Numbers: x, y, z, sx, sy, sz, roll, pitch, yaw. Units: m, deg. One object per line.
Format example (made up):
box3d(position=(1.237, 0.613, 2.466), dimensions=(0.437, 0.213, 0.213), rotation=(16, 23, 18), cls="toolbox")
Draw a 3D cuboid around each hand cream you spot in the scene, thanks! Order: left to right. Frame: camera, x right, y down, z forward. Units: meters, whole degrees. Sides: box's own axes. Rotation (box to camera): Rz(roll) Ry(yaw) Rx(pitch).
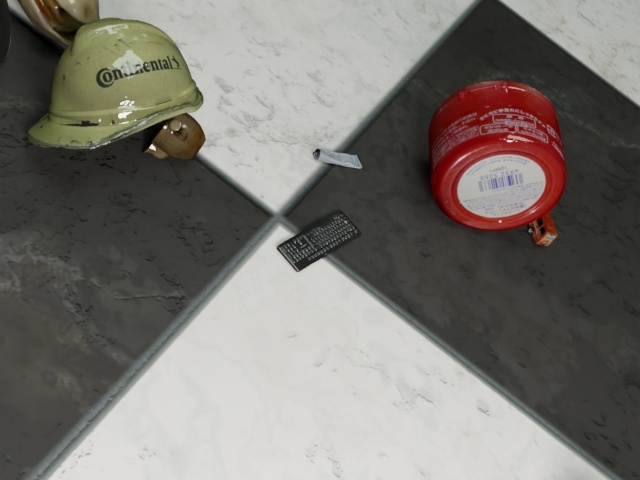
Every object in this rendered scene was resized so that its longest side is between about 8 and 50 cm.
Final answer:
box3d(position=(0.026, -0.135, 1.479), dimensions=(0.093, 0.019, 0.030), rotation=(9, 48, -34), cls="hand cream")
box3d(position=(0.288, -0.135, 1.488), dimensions=(0.230, 0.230, 0.149), rotation=(19, 44, -16), cls="hand cream")

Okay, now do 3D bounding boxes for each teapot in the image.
box3d(position=(-0.208, -0.146, 1.289), dimensions=(0.080, 0.110, 0.085), rotation=(36, 84, -16), cls="teapot")

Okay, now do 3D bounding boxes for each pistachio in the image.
box3d(position=(-0.400, -0.395, 1.360), dimensions=(0.152, 0.126, 0.223), rotation=(34, 28, -59), cls="pistachio")

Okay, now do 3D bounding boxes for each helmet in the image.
box3d(position=(-0.284, -0.229, 1.227), dimensions=(0.204, 0.137, 0.257), rotation=(14, 32, 35), cls="helmet")

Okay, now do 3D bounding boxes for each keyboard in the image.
box3d(position=(0.000, 0.000, 1.351), dimensions=(0.053, 0.010, 0.155), rotation=(48, 45, 11), cls="keyboard")

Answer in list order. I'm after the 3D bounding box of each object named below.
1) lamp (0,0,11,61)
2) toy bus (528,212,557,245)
box3d(position=(-0.598, -0.338, 1.201), dimensions=(0.371, 0.108, 0.130), rotation=(16, 44, -18), cls="lamp")
box3d(position=(0.385, -0.043, 1.596), dimensions=(0.031, 0.043, 0.110), rotation=(10, 50, -24), cls="toy bus")
